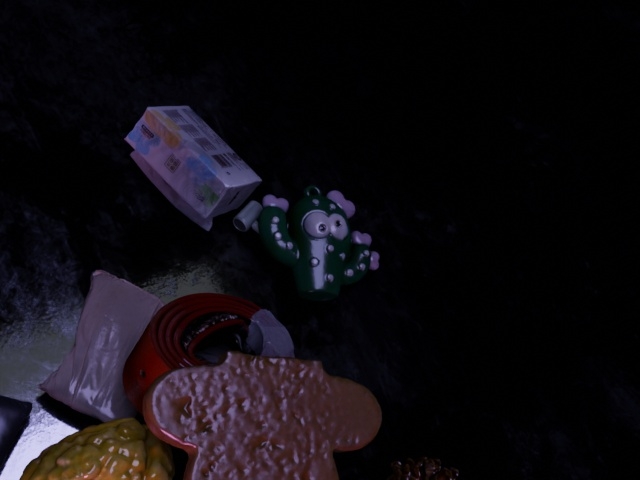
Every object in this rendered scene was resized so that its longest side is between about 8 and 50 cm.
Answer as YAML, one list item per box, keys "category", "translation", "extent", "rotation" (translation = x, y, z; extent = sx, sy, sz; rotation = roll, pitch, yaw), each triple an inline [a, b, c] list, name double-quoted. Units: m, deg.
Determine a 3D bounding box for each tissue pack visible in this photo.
- category: "tissue pack"
  translation: [-0.262, -0.142, 1.548]
  extent: [0.229, 0.145, 0.159]
  rotation: [45, 21, 7]

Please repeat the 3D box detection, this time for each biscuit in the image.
- category: "biscuit"
  translation: [-0.074, 0.359, 1.112]
  extent: [0.368, 0.076, 0.394]
  rotation: [6, 68, -27]

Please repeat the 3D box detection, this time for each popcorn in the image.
- category: "popcorn"
  translation: [-0.338, 0.356, 1.158]
  extent: [0.200, 0.203, 0.226]
  rotation: [40, 76, -26]

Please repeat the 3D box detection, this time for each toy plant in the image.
- category: "toy plant"
  translation: [-0.004, -0.002, 1.569]
  extent: [0.232, 0.112, 0.243]
  rotation: [-20, 78, -33]

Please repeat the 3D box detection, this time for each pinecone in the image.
- category: "pinecone"
  translation: [0.190, 0.456, 1.348]
  extent: [0.173, 0.174, 0.174]
  rotation: [11, 57, -17]

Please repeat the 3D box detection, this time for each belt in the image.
- category: "belt"
  translation: [-0.173, 0.204, 1.303]
  extent: [0.227, 0.115, 0.323]
  rotation: [47, 27, 19]

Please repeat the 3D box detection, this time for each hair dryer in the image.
- category: "hair dryer"
  translation: [-0.114, -0.021, 1.586]
  extent: [0.124, 0.038, 0.063]
  rotation: [41, 53, -2]

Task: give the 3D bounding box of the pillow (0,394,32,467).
- category: "pillow"
  translation: [-0.569, 0.278, 1.194]
  extent: [0.208, 0.055, 0.141]
  rotation: [23, 60, -8]

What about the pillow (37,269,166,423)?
- category: "pillow"
  translation: [-0.359, 0.186, 1.331]
  extent: [0.173, 0.067, 0.270]
  rotation: [23, 51, -9]
